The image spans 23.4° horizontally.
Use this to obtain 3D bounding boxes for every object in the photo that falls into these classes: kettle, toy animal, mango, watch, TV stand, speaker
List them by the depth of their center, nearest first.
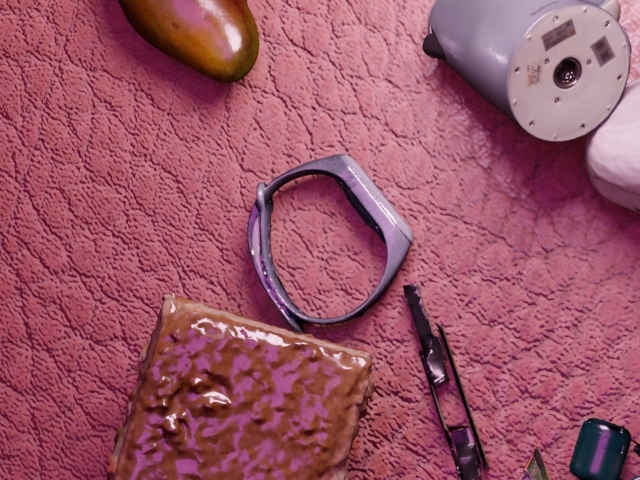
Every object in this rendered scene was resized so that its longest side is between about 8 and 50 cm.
[{"bbox_3d":[0.432,-0.122,1.770,0.265,0.272,0.206,-8,123,30],"label":"toy animal"},{"bbox_3d":[0.344,0.254,1.804,0.094,0.060,0.075,17,87,12],"label":"speaker"},{"bbox_3d":[0.251,-0.243,1.806,0.210,0.243,0.160,-31,122,-9],"label":"kettle"},{"bbox_3d":[0.149,0.170,1.865,0.042,0.036,0.249,-19,79,9],"label":"TV stand"},{"bbox_3d":[0.000,0.000,1.904,0.193,0.068,0.206,-39,79,3],"label":"watch"},{"bbox_3d":[-0.177,-0.301,1.956,0.133,0.111,0.267,-36,75,-12],"label":"mango"}]

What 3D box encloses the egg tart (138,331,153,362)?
[{"bbox_3d":[-0.169,0.158,1.922,0.128,0.049,0.129,-1,83,10],"label":"egg tart"}]

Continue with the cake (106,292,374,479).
[{"bbox_3d":[-0.090,0.214,1.759,0.282,0.290,0.256,16,88,-5],"label":"cake"}]

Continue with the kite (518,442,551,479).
[{"bbox_3d":[0.236,0.360,1.832,0.183,0.014,0.241,21,89,13],"label":"kite"}]
